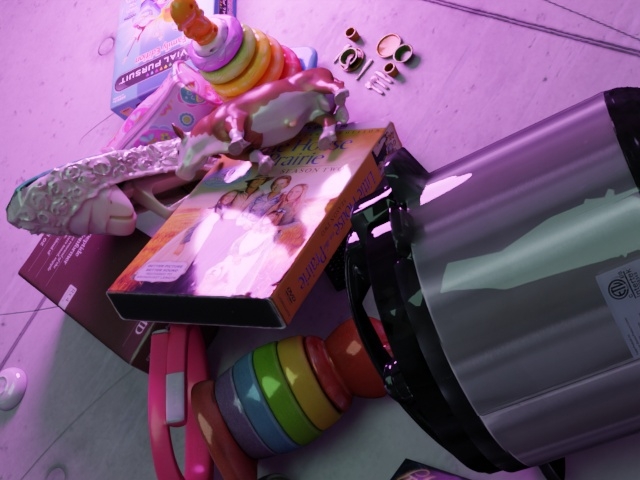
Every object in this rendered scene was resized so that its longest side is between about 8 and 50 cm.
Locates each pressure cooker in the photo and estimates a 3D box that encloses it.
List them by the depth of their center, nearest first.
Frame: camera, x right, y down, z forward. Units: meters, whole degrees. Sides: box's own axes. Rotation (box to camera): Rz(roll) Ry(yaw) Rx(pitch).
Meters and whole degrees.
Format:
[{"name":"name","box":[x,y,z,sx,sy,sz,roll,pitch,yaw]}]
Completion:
[{"name":"pressure cooker","box":[0.240,0.059,1.078,0.420,0.375,0.370,-26,58,21]}]

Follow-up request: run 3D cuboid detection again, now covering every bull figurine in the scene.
[{"name":"bull figurine","box":[-0.093,-0.181,1.495,0.310,0.101,0.188,-30,34,-7]}]

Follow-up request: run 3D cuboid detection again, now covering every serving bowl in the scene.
[{"name":"serving bowl","box":[-0.590,0.275,1.770,0.083,0.027,0.083,-15,60,27]}]

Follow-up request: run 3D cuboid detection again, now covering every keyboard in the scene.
[{"name":"keyboard","box":[0.000,0.000,1.495,0.100,0.038,0.192,-41,50,11]}]

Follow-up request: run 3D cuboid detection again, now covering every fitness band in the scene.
[{"name":"fitness band","box":[-0.202,0.249,1.390,0.054,0.209,0.291,-7,50,3]}]

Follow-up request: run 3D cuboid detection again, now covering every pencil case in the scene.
[{"name":"pencil case","box":[-0.306,-0.193,1.733,0.284,0.124,0.124,-43,50,18]}]

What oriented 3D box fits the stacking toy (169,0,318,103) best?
[{"name":"stacking toy","box":[-0.155,-0.314,1.587,0.165,0.302,0.175,3,70,36]}]

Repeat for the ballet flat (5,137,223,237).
[{"name":"ballet flat","box":[-0.305,-0.082,1.559,0.147,0.408,0.147,26,128,40]}]

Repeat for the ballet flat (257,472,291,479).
[{"name":"ballet flat","box":[-0.084,0.434,1.324,0.068,0.072,0.213,-22,51,58]}]

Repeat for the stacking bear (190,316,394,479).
[{"name":"stacking bear","box":[-0.020,0.206,1.325,0.289,0.164,0.175,-29,12,6]}]

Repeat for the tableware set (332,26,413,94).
[{"name":"tableware set","box":[0.087,-0.319,1.605,0.104,0.024,0.154,-50,49,3]}]

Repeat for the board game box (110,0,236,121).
[{"name":"board game box","box":[-0.290,-0.422,1.883,0.253,0.079,0.336,-18,58,27]}]

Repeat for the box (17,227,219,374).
[{"name":"box","box":[-0.340,0.075,1.628,0.381,0.143,0.191,27,83,39]}]

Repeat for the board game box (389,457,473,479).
[{"name":"board game box","box":[0.166,0.365,1.137,0.243,0.042,0.165,9,40,37]}]

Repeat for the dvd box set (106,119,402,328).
[{"name":"dvd box set","box":[-0.090,-0.036,1.435,0.307,0.062,0.420,1,40,34]}]
